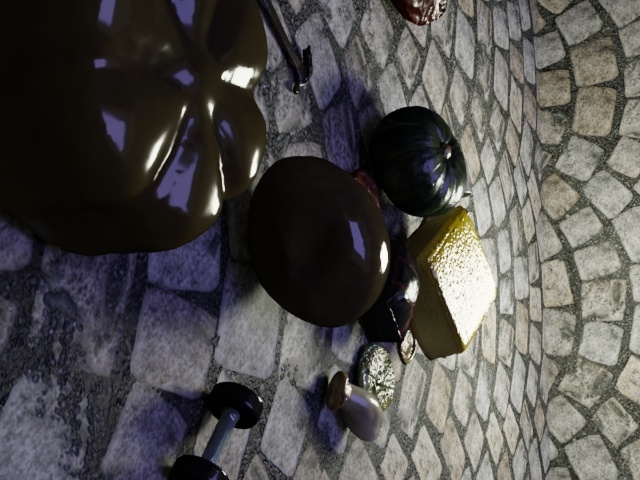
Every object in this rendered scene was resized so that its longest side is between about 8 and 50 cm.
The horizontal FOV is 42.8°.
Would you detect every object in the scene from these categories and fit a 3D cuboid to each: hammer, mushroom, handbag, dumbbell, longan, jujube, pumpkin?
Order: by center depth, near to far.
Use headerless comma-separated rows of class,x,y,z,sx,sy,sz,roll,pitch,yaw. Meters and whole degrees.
dumbbell,-0.176,0.344,1.401,0.100,0.100,0.191,63,36,-36
longan,0.000,0.000,1.587,0.288,0.288,0.350,-43,116,-55
hammer,-0.090,-0.454,1.726,0.297,0.027,0.125,58,40,-41
mushroom,0.082,0.387,1.888,0.097,0.088,0.212,-49,131,-9
handbag,0.161,0.128,1.986,0.215,0.155,0.169,-69,150,-41
pumpkin,0.251,-0.200,2.135,0.300,0.207,0.300,38,39,-39
jujube,0.257,-0.737,2.235,0.342,0.216,0.216,51,44,-55

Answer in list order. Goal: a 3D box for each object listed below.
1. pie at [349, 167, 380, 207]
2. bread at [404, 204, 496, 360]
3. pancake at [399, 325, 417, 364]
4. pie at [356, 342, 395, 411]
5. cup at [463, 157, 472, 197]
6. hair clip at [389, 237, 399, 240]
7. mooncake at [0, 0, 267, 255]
pie,0.098,-0.086,2.005,0.182,0.049,0.182,5,85,-60
bread,0.341,0.109,2.233,0.333,0.143,0.324,-44,116,-49
pancake,0.242,0.289,2.270,0.115,0.011,0.115,6,83,-60
pie,0.139,0.345,2.041,0.187,0.041,0.187,8,81,-60
cup,0.353,-0.188,2.336,0.173,0.134,0.142,102,-18,-82
hair clip,0.240,0.050,2.269,0.226,0.034,0.072,58,36,-39
mooncake,-0.261,-0.211,1.143,0.467,0.262,0.467,10,79,-63
